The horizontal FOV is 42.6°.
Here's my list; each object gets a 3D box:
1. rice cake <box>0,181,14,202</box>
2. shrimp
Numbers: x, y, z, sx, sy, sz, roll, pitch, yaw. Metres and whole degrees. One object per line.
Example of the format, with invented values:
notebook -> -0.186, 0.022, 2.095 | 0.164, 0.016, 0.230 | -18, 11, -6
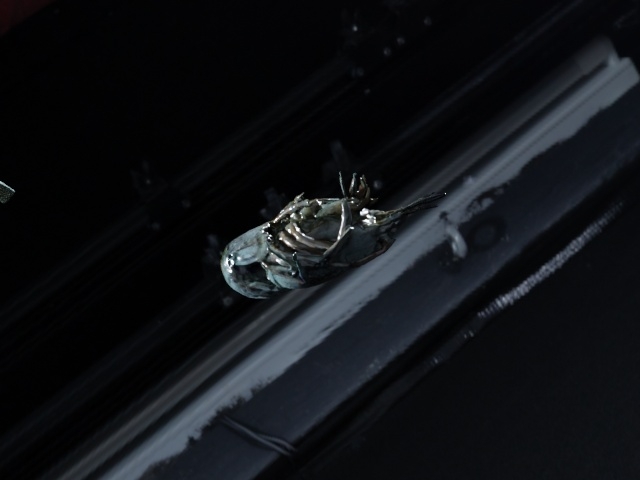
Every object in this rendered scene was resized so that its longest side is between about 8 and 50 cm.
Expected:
rice cake -> -0.574, -0.105, 1.363 | 0.029, 0.171, 0.033 | 34, -96, 25
shrimp -> -0.001, 0.001, 1.180 | 0.372, 0.137, 0.172 | -31, -164, 31
